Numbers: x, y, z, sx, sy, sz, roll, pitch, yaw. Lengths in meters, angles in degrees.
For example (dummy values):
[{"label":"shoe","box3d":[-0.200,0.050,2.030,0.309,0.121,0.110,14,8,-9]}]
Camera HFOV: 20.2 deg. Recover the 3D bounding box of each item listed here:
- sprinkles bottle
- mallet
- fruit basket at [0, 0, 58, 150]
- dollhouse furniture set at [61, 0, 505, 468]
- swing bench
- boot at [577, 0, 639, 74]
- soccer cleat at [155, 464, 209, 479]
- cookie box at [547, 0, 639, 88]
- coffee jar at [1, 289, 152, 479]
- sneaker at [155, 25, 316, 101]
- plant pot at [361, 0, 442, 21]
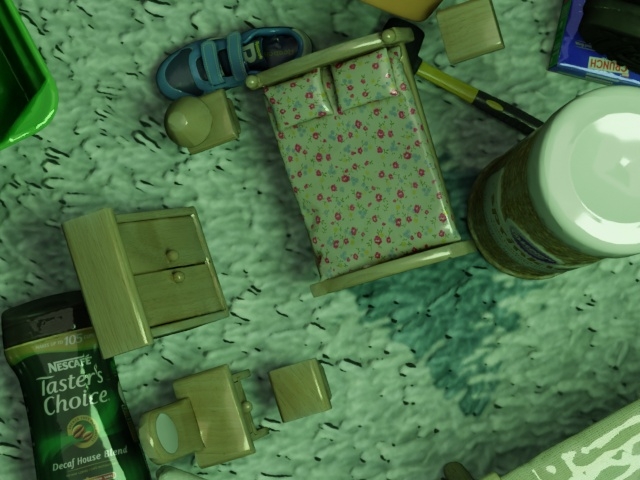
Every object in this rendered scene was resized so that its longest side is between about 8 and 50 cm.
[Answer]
[{"label":"sprinkles bottle","box3d":[0.200,-0.037,1.422,0.121,0.355,0.121,0,86,-4]},{"label":"mallet","box3d":[0.125,-0.122,1.588,0.190,0.039,0.062,34,84,-4]},{"label":"fruit basket","box3d":[-0.404,-0.198,1.401,0.283,0.392,0.392,-28,88,-4]},{"label":"dollhouse furniture set","box3d":[0.000,0.000,1.438,0.356,0.174,0.303,-18,88,20]},{"label":"swing bench","box3d":[0.256,0.201,1.459,0.253,0.254,0.165,-27,88,-4]},{"label":"boot","box3d":[0.394,-0.247,1.542,0.348,0.131,0.260,12,87,-23]},{"label":"soccer cleat","box3d":[-0.174,0.334,1.475,0.143,0.116,0.331,38,81,-12]},{"label":"cookie box","box3d":[0.260,-0.193,1.595,0.092,0.040,0.107,14,85,-3]},{"label":"coffee jar","box3d":[-0.209,0.136,1.528,0.096,0.079,0.184,-15,86,-5]},{"label":"sneaker","box3d":[-0.074,-0.158,1.566,0.144,0.059,0.053,-15,89,-3]},{"label":"plant pot","box3d":[0.040,-0.313,1.489,0.291,0.291,0.203,25,101,-1]}]
